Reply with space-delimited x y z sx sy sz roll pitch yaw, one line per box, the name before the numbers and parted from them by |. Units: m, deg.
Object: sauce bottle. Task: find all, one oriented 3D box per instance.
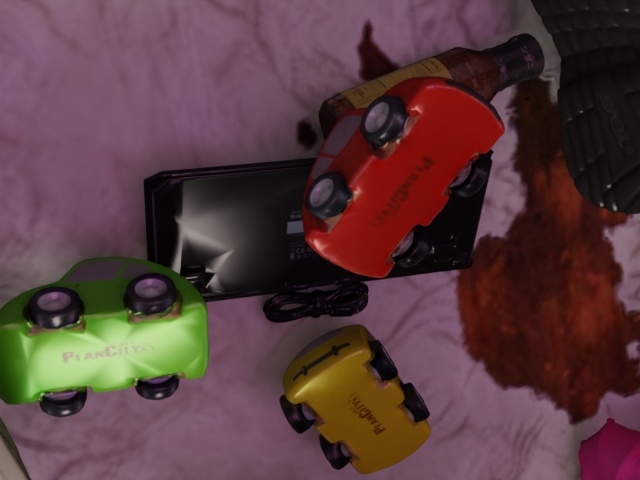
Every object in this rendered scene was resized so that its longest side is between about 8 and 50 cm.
sauce bottle | 0.063 -0.078 0.451 0.128 0.042 0.042 -22 108 -16

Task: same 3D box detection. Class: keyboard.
keyboard | 0.000 0.000 0.441 0.180 0.023 0.108 -6 126 -15

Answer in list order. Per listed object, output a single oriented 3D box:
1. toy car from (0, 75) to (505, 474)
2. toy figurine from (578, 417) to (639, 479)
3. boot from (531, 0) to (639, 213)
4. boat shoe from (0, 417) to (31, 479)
toy car | -0.041 0.030 0.399 0.225 0.053 0.239 -6 126 -16
toy figurine | 0.247 0.141 0.549 0.159 0.130 0.173 -34 136 2
boot | 0.192 -0.146 0.470 0.161 0.083 0.247 -24 110 -39
boat shoe | -0.263 -0.061 0.252 0.156 0.187 0.500 -30 115 -20
